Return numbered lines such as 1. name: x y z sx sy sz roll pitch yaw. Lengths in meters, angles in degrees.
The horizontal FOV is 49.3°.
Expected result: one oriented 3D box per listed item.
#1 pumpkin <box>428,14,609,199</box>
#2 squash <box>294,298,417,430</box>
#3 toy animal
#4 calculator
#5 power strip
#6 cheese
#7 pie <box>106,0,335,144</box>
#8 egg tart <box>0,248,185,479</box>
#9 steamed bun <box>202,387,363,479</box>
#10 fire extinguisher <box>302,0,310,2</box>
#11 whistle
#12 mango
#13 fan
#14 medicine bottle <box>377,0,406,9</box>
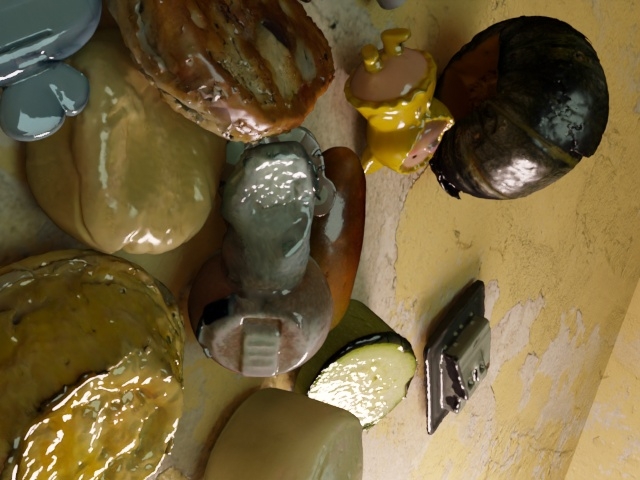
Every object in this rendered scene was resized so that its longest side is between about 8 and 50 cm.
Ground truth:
1. pumpkin: 0.304 -0.213 1.124 0.192 0.320 0.321 29 80 -26
2. squash: 0.039 0.213 1.142 0.220 0.133 0.220 -22 129 -29
3. toy animal: 0.110 -0.201 1.028 0.156 0.156 0.230 -51 147 -25
4. calculator: -0.279 -0.226 0.547 0.188 0.042 0.303 -37 109 -32
5. power strip: 0.302 0.252 1.465 0.257 0.092 0.251 -40 128 -39
6. cheese: -0.186 -0.099 0.720 0.214 0.117 0.226 -3 102 -56
7. pie: -0.100 -0.219 0.705 0.308 0.085 0.308 37 41 -41
8. egg tart: -0.253 0.184 0.708 0.345 0.132 0.345 -30 134 -37
9. steamed bun: -0.056 0.340 0.974 0.154 0.200 0.250 16 88 -51
10. fire extinguisher: 0.006 -0.352 0.918 0.046 0.032 0.100 37 80 -39
11. whistle: -0.067 0.024 0.836 0.189 0.189 0.348 -30 141 -40
12. mango: 0.000 0.000 0.982 0.133 0.111 0.268 -11 110 -58
13. fan: -0.073 -0.120 0.875 0.152 0.008 0.227 -19 107 -6
14. medicine bottle: 0.080 -0.378 0.962 0.118 0.074 0.055 43 70 -49
